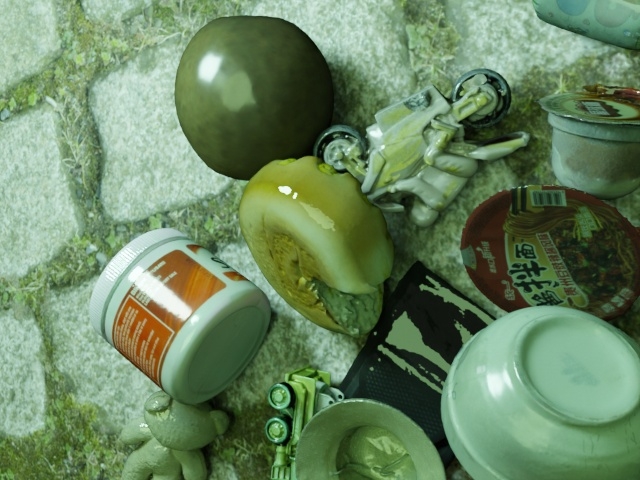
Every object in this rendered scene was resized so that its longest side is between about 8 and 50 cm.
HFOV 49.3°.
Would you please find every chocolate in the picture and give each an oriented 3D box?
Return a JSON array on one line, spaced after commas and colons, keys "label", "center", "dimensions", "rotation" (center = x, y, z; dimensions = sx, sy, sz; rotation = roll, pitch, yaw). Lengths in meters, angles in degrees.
[{"label": "chocolate", "center": [0.422, -0.136, 1.027], "dimensions": [0.221, 0.221, 0.147], "rotation": [9, 119, 27]}]

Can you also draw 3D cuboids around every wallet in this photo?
[{"label": "wallet", "center": [0.173, 0.232, 1.196], "dimensions": [0.247, 0.041, 0.323], "rotation": [37, 106, 21]}]

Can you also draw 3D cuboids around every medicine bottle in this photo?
[{"label": "medicine bottle", "center": [-0.255, 0.140, 1.298], "dimensions": [0.240, 0.252, 0.253], "rotation": [33, 103, 23]}]

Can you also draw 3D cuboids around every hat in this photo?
[{"label": "hat", "center": [0.098, 0.369, 1.151], "dimensions": [0.257, 0.130, 0.257], "rotation": [2, 95, 23]}]

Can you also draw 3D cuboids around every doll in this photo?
[{"label": "doll", "center": [-0.309, 0.405, 1.407], "dimensions": [0.278, 0.175, 0.149], "rotation": [-60, 28, 22]}]

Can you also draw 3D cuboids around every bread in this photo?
[{"label": "bread", "center": [0.000, 0.000, 1.164], "dimensions": [0.333, 0.333, 0.160], "rotation": [35, 59, 24]}]

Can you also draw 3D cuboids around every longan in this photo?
[{"label": "longan", "center": [-0.115, -0.246, 1.235], "dimensions": [0.297, 0.297, 0.297], "rotation": [-1, 88, 27]}]

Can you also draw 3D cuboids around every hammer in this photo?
[{"label": "hammer", "center": [0.473, -0.458, 1.034], "dimensions": [0.206, 0.119, 0.336], "rotation": [30, 95, 24]}]

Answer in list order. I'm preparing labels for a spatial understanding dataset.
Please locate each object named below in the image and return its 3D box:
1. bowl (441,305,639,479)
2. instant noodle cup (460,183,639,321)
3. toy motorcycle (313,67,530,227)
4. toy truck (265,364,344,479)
[{"label": "bowl", "center": [0.330, 0.211, 0.957], "dimensions": [0.307, 0.307, 0.163], "rotation": [33, 145, 24]}, {"label": "instant noodle cup", "center": [0.352, 0.005, 1.051], "dimensions": [0.274, 0.091, 0.274], "rotation": [17, 135, 17]}, {"label": "toy motorcycle", "center": [0.171, -0.136, 1.157], "dimensions": [0.340, 0.108, 0.223], "rotation": [-23, 100, 13]}, {"label": "toy truck", "center": [-0.022, 0.367, 1.244], "dimensions": [0.135, 0.128, 0.260], "rotation": [11, 94, 22]}]
